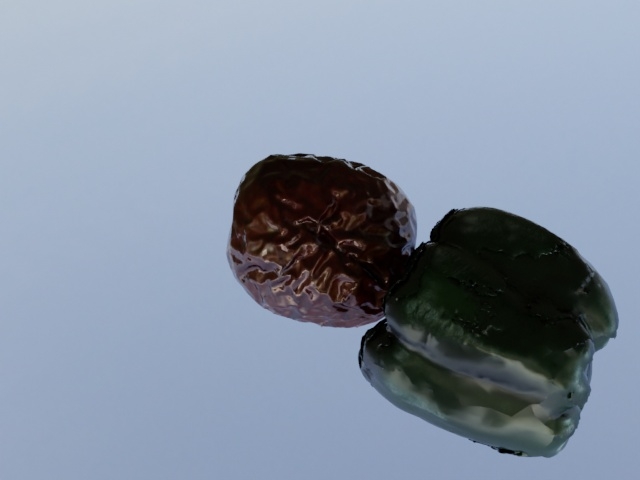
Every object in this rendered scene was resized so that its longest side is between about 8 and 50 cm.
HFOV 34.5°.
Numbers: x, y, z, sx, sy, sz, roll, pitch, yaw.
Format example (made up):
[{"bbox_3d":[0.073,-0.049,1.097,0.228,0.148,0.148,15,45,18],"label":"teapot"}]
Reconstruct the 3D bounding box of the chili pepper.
[{"bbox_3d":[0.194,0.113,1.171,0.257,0.248,0.233,28,-132,17],"label":"chili pepper"}]

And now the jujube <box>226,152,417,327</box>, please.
[{"bbox_3d":[0.000,0.000,1.280,0.232,0.213,0.213,12,-146,-4],"label":"jujube"}]
